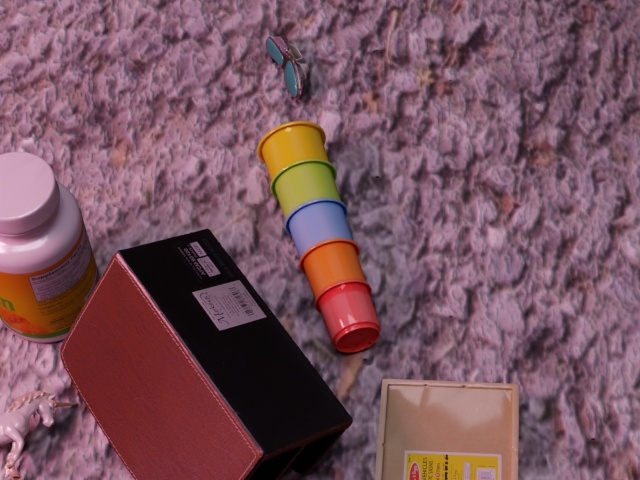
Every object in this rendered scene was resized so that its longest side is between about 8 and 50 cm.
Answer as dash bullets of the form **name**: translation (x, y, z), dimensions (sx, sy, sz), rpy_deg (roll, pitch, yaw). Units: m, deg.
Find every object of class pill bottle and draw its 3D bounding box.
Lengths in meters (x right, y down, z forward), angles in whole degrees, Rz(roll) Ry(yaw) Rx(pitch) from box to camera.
- **pill bottle**: translation (-0.352, 0.006, 1.977), dimensions (0.136, 0.245, 0.136), rpy_deg (-2, 54, 2)

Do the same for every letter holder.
- **letter holder**: translation (-0.145, 0.176, 1.908), dimensions (0.152, 0.214, 0.302), rpy_deg (-15, 60, -46)

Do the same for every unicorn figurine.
- **unicorn figurine**: translation (-0.377, 0.233, 1.932), dimensions (0.162, 0.060, 0.111), rpy_deg (-3, 55, 1)

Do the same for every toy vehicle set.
- **toy vehicle set**: translation (0.146, 0.285, 1.878), dimensions (0.166, 0.035, 0.267), rpy_deg (3, 55, 5)

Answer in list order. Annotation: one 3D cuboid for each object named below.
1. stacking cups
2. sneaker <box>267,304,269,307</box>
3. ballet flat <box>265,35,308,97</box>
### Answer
- **stacking cups**: translation (0.000, 0.000, 2.068), dimensions (0.096, 0.096, 0.316), rpy_deg (-13, 60, -6)
- **sneaker**: translation (-0.095, 0.129, 1.999), dimensions (0.067, 0.042, 0.118), rpy_deg (-1, 47, -2)
- **ballet flat**: translation (-0.039, -0.246, 2.265), dimensions (0.041, 0.041, 0.114), rpy_deg (-21, 57, -11)
